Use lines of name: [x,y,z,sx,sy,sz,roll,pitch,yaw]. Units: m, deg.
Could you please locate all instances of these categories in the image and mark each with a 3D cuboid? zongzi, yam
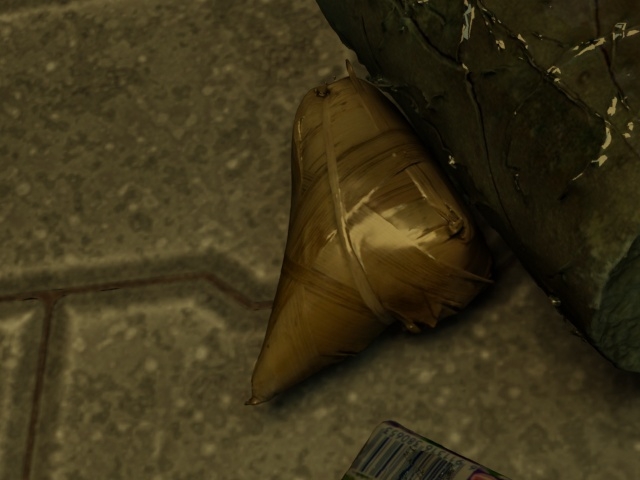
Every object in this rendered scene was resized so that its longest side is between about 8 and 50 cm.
zongzi: [0.000,0.000,1.204,0.197,0.099,0.194,-33,54,7]
yam: [0.172,-0.102,1.118,0.241,0.241,0.348,-32,56,-1]

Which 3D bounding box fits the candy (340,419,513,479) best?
candy: [0.130,0.198,1.017,0.312,0.061,0.088,21,65,43]
